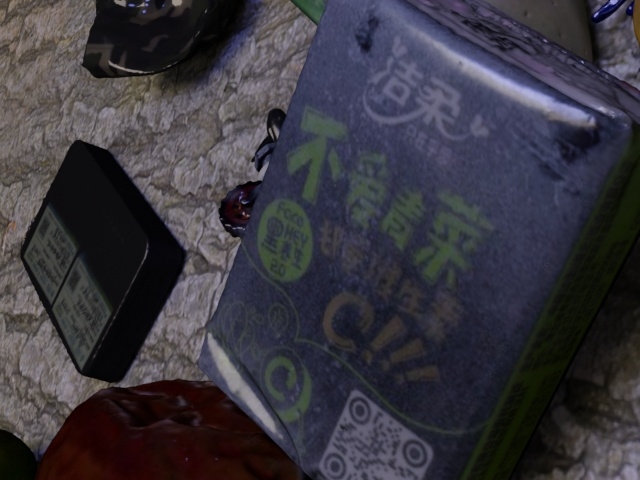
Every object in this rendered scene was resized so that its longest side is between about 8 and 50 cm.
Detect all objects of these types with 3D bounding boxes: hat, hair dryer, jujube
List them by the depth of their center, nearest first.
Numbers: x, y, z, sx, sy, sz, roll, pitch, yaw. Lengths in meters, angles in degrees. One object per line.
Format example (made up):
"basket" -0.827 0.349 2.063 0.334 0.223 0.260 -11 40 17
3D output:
"jujube" -0.108 0.276 1.056 0.377 0.276 0.276 33 100 57
"hair dryer" -0.056 -0.102 1.361 0.083 0.031 0.079 -45 51 50
"hat" -0.194 -0.416 1.603 0.381 0.257 0.366 -63 -4 -61

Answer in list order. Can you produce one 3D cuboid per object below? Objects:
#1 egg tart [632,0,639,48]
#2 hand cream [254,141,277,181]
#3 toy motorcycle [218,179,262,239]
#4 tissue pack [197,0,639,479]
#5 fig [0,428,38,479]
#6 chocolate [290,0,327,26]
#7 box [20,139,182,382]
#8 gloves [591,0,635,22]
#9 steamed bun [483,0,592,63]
"egg tart" 0.398 -0.204 0.706 0.443 0.178 0.443 -22 60 44
"hand cream" 0.000 0.000 1.217 0.095 0.059 0.276 -49 48 23
"toy motorcycle" 0.008 -0.050 1.168 0.215 0.080 0.122 -32 49 -8
"tissue pack" 0.074 0.016 0.931 0.288 0.124 0.394 38 120 32
"fig" -0.477 0.334 1.512 0.195 0.245 0.195 -8 75 34
"chocolate" 0.020 -0.274 1.281 0.110 0.110 0.291 -55 42 19
"box" -0.306 0.020 1.588 0.211 0.058 0.350 -61 38 15
"gloves" 0.256 -0.219 0.990 0.086 0.026 0.064 -13 106 21
"steamed bun" 0.134 -0.157 1.034 0.170 0.152 0.238 -23 54 45
